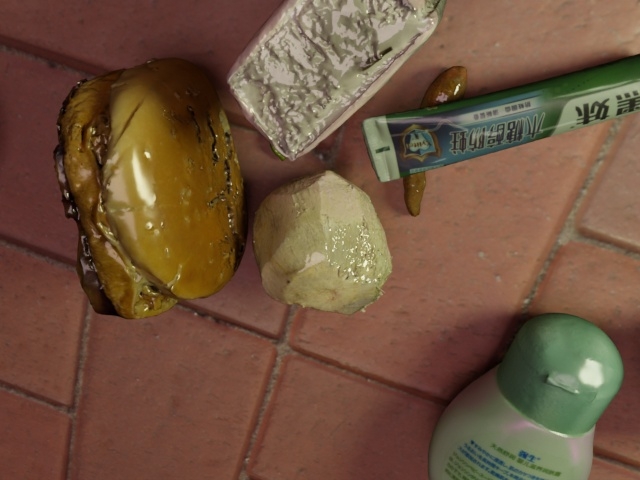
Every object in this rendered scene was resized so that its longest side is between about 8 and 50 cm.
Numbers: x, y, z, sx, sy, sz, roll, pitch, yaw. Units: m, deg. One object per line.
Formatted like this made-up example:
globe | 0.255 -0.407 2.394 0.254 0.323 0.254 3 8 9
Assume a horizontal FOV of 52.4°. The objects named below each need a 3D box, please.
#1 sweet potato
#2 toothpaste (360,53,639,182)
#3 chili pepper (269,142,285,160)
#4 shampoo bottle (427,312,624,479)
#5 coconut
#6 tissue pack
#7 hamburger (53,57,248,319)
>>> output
sweet potato | 0.137 -0.123 0.841 0.050 0.050 0.214 19 122 4
toothpaste | 0.245 -0.151 0.764 0.391 0.061 0.099 -14 131 9
chili pepper | -0.056 -0.149 0.889 0.030 0.017 0.083 15 117 5
shampoo bottle | 0.294 0.258 0.923 0.221 0.151 0.350 23 119 8
coconut | -0.003 -0.001 0.863 0.194 0.194 0.195 5 116 11
tissue pack | 0.028 -0.220 0.691 0.124 0.271 0.201 42 117 -10
hamburger | -0.203 -0.062 0.815 0.174 0.284 0.305 -7 113 14
